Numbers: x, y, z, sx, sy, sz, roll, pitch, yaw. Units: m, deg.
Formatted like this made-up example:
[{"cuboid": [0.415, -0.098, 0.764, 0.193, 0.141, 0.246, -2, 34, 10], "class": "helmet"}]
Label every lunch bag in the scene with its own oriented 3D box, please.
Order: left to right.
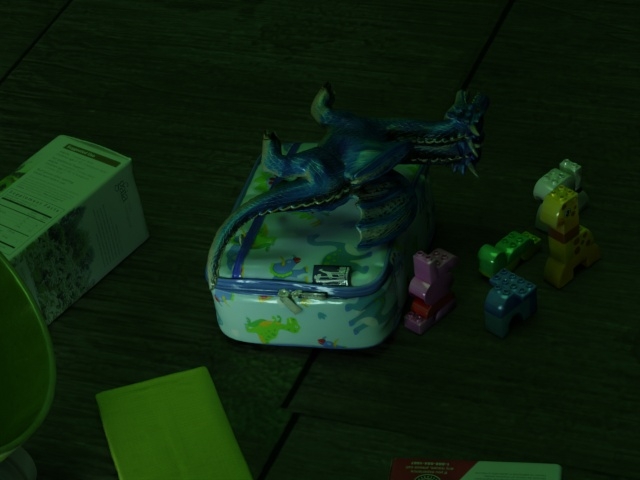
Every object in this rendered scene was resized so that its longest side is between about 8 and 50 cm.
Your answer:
[{"cuboid": [0.000, 0.000, 1.517, 0.176, 0.090, 0.219, 4, 39, 19], "class": "lunch bag"}]

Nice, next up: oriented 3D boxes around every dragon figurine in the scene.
[{"cuboid": [0.031, -0.052, 1.431, 0.144, 0.085, 0.289, 20, 43, 30], "class": "dragon figurine"}]

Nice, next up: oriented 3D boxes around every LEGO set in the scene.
[{"cuboid": [0.178, -0.002, 1.478, 0.227, 0.093, 0.087, -36, 46, -30], "class": "LEGO set"}]

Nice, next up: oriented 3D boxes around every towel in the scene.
[{"cuboid": [-0.107, 0.190, 1.359, 0.102, 0.021, 0.237, -12, 38, -13], "class": "towel"}]

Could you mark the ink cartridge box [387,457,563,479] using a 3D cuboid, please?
[{"cuboid": [0.103, 0.242, 1.208, 0.127, 0.072, 0.175, 1, 40, 12], "class": "ink cartridge box"}]

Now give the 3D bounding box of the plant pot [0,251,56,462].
[{"cuboid": [-0.385, 0.132, 1.226, 0.293, 0.275, 0.275, -46, 23, 27], "class": "plant pot"}]

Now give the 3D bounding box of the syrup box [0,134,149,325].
[{"cuboid": [-0.270, 0.012, 1.547, 0.096, 0.093, 0.237, 19, 47, 31], "class": "syrup box"}]

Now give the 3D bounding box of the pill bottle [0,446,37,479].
[{"cuboid": [-0.277, 0.224, 1.293, 0.087, 0.087, 0.160, 6, 41, 18], "class": "pill bottle"}]
